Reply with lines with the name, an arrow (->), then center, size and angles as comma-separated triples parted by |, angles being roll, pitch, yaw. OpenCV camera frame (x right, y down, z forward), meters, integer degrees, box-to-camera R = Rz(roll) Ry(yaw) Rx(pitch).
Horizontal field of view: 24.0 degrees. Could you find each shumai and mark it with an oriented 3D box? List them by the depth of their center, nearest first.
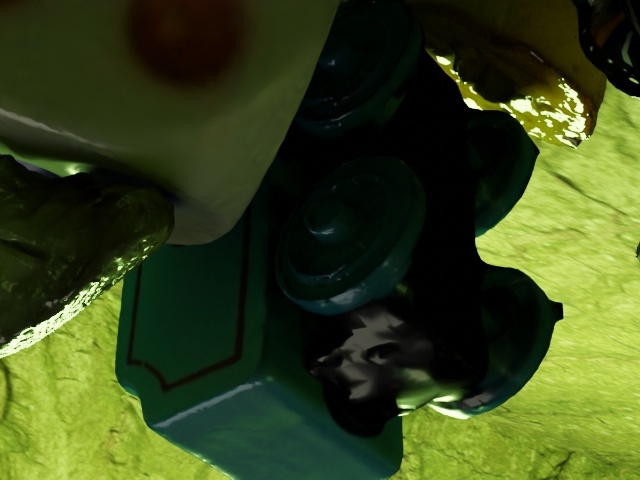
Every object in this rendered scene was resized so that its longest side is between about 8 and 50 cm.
shumai -> -0.140, -0.006, 0.762 | 0.087, 0.124, 0.099 | 54, -171, 2

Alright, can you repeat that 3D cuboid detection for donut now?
donut -> 0.125, -0.132, 1.033 | 0.162, 0.065, 0.178 | 27, 170, 8

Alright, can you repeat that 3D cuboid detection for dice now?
dice -> -0.129, -0.155, 0.837 | 0.251, 0.259, 0.243 | 20, 169, -15

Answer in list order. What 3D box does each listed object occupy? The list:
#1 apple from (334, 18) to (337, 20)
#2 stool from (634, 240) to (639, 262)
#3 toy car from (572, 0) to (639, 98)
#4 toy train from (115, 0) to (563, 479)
apple -> -0.058, -0.085, 1.292 | 0.254, 0.179, 0.346 | -17, 180, -21
stool -> 0.393, 0.051, 1.318 | 0.228, 0.139, 0.153 | 8, 164, 24
toy car -> 0.194, -0.120, 0.703 | 0.301, 0.118, 0.193 | 34, 175, 47
toy train -> 0.000, 0.000, 0.988 | 0.265, 0.300, 0.188 | -26, 134, 28
